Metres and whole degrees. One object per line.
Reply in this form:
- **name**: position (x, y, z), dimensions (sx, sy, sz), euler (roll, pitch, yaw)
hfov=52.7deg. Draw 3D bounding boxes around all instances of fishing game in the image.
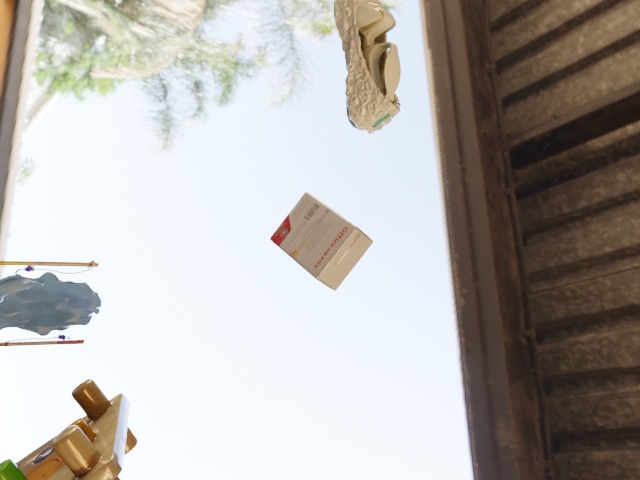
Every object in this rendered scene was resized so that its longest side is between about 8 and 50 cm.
- **fishing game**: position (-0.443, 0.097, 1.014), dimensions (0.264, 0.189, 0.041), euler (117, -34, -50)

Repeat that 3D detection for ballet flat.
- **ballet flat**: position (0.125, -0.445, 1.494), dimensions (0.147, 0.146, 0.410), euler (-22, -113, 47)

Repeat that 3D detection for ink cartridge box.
- **ink cartridge box**: position (0.000, 0.000, 1.286), dimensions (0.127, 0.072, 0.175), euler (-52, -134, 0)

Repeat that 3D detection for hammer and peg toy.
- **hammer and peg toy**: position (-0.415, 0.346, 0.847), dimensions (0.361, 0.127, 0.266), euler (-34, -167, -8)
